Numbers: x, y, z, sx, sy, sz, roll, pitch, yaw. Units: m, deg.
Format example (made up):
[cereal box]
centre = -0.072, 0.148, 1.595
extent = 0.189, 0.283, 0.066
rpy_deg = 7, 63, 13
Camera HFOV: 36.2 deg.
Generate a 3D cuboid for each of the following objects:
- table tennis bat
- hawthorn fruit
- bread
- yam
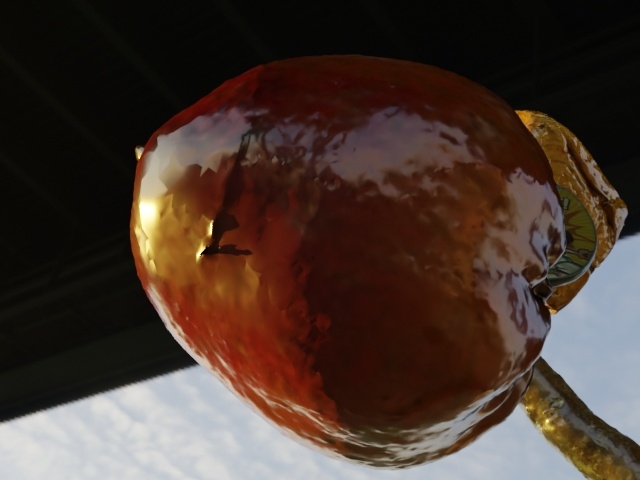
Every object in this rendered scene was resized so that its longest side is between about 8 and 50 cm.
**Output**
[table tennis bat]
centre = 0.147, -0.026, 0.721
extent = 0.100, 0.155, 0.019
rpy_deg = -1, -43, -8
[hawthorn fruit]
centre = 0.000, 0.000, 0.537
extent = 0.261, 0.224, 0.224
rpy_deg = 18, -40, 13
[bread]
centre = 0.198, -0.032, 0.961
extent = 0.158, 0.149, 0.143
rpy_deg = 42, -10, -22
[yam]
centre = 0.215, 0.151, 0.940
extent = 0.253, 0.061, 0.061
rpy_deg = 44, -31, 36
